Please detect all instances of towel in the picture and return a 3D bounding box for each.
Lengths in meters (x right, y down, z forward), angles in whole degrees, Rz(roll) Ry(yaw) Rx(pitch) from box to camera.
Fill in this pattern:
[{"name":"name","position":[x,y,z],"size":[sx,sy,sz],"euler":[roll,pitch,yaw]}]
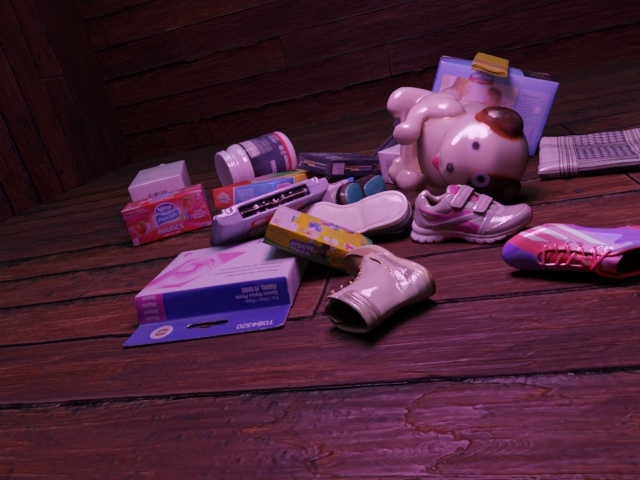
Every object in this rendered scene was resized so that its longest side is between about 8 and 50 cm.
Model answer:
[{"name":"towel","position":[0.495,-0.510,1.435],"size":[0.102,0.021,0.237],"euler":[21,32,10]},{"name":"towel","position":[0.750,-0.245,1.315],"size":[0.313,0.056,0.324],"euler":[-3,22,28]}]

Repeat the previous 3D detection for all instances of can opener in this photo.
[{"name":"can opener","position":[0.237,-0.345,1.656],"size":[0.283,0.095,0.075],"euler":[-42,24,34]}]

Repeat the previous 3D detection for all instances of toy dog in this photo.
[{"name":"toy dog","position":[0.369,-0.225,1.275],"size":[0.396,0.284,0.408],"euler":[3,20,-7]}]

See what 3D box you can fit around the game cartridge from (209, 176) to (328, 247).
[{"name":"game cartridge","position":[-0.130,-0.056,1.240],"size":[0.295,0.060,0.196],"euler":[-23,-12,-23]}]

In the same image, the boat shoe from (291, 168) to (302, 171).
[{"name":"boat shoe","position":[-0.055,-0.243,1.852],"size":[0.045,0.050,0.135],"euler":[-24,32,-34]}]

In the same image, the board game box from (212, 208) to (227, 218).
[{"name":"board game box","position":[-0.201,-0.097,1.579],"size":[0.260,0.030,0.136],"euler":[-4,20,25]}]

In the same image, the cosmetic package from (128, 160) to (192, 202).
[{"name":"cosmetic package","position":[-0.610,-0.198,1.932],"size":[0.197,0.155,0.365],"euler":[-16,19,-7]}]

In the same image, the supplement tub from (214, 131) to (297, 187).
[{"name":"supplement tub","position":[-0.245,-0.294,1.897],"size":[0.272,0.191,0.191],"euler":[-24,22,-25]}]

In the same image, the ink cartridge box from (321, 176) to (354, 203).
[{"name":"ink cartridge box","position":[0.038,-0.156,1.545],"size":[0.089,0.052,0.122],"euler":[8,30,44]}]

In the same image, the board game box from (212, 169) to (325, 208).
[{"name":"board game box","position":[-0.161,-0.177,1.648],"size":[0.243,0.064,0.317],"euler":[-2,15,30]}]

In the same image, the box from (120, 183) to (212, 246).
[{"name":"box","position":[-0.490,-0.086,1.598],"size":[0.257,0.122,0.128],"euler":[-16,19,-7]}]

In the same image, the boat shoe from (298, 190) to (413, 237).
[{"name":"boat shoe","position":[0.068,-0.035,1.189],"size":[0.320,0.116,0.099],"euler":[-12,-24,24]}]

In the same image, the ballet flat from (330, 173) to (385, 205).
[{"name":"ballet flat","position":[0.093,-0.119,1.373],"size":[0.096,0.095,0.280],"euler":[-13,7,31]}]

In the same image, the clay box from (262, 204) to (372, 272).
[{"name":"clay box","position":[0.000,0.000,1.046],"size":[0.222,0.053,0.127],"euler":[21,22,-3]}]

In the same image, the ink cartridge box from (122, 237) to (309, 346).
[{"name":"ink cartridge box","position":[-0.201,0.087,1.032],"size":[0.325,0.071,0.330],"euler":[-9,19,11]}]

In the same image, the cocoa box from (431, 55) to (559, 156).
[{"name":"cocoa box","position":[0.520,-0.428,1.554],"size":[0.348,0.231,0.228],"euler":[14,27,9]}]

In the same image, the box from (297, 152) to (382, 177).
[{"name":"box","position":[0.070,-0.251,1.627],"size":[0.233,0.059,0.183],"euler":[-7,20,-37]}]

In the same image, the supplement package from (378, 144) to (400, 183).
[{"name":"supplement package","position":[0.289,-0.254,1.565],"size":[0.179,0.105,0.105],"euler":[-25,23,-26]}]

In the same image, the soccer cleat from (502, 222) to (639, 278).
[{"name":"soccer cleat","position":[0.420,0.022,0.787],"size":[0.248,0.082,0.095],"euler":[-2,27,22]}]

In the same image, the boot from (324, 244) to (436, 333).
[{"name":"boot","position":[0.068,0.081,0.859],"size":[0.165,0.077,0.213],"euler":[-27,27,-28]}]

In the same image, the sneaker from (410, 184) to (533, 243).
[{"name":"sneaker","position":[0.303,-0.060,1.028],"size":[0.253,0.111,0.103],"euler":[-3,23,26]}]
